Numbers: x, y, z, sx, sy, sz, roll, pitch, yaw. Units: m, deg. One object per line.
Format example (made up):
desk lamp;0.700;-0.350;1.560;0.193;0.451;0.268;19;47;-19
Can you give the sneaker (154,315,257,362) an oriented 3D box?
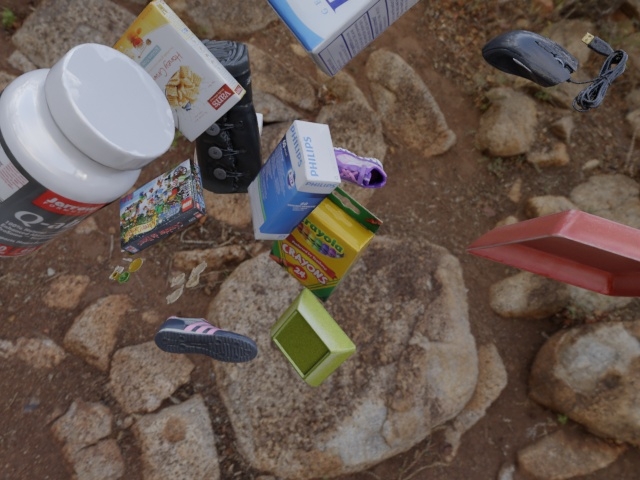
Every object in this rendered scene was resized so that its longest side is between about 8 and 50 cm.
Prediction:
sneaker;-0.350;0.298;1.552;0.319;0.112;0.131;12;27;-3

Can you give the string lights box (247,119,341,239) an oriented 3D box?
string lights box;-0.065;-0.113;1.003;0.077;0.260;0.133;2;65;-30

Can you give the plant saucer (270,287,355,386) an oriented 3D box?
plant saucer;-0.035;0.240;1.159;0.188;0.188;0.045;49;36;16

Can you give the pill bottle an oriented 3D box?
pill bottle;-0.411;-0.126;0.745;0.210;0.363;0.210;39;39;-41

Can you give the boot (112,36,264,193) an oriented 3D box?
boot;-0.344;-0.333;1.370;0.367;0.445;0.146;12;54;10

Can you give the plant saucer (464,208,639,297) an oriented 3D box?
plant saucer;0.366;0.022;0.659;0.258;0.047;0.259;17;-6;-4

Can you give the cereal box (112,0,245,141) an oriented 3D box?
cereal box;-0.298;-0.343;1.014;0.240;0.173;0.047;45;35;-22

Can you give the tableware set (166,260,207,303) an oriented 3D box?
tableware set;-0.443;0.135;1.612;0.020;0.169;0.141;51;13;-26

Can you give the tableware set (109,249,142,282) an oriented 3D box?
tableware set;-0.548;0.053;1.412;0.154;0.104;0.024;-60;140;-26

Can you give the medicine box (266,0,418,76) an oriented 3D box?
medicine box;0.031;-0.448;0.717;0.263;0.289;0.149;52;11;2

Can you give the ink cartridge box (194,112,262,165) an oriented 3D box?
ink cartridge box;-0.345;-0.381;1.873;0.226;0.131;0.306;7;41;-9

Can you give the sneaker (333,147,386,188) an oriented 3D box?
sneaker;0.095;-0.198;1.404;0.236;0.095;0.104;6;30;-26

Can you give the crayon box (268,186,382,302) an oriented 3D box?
crayon box;0.000;0.000;1.200;0.202;0.318;0.081;39;53;9

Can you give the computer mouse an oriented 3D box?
computer mouse;0.469;-0.377;0.965;0.184;0.060;0.262;-42;64;-16

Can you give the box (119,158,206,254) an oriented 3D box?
box;-0.400;-0.084;1.225;0.044;0.233;0.159;42;27;-53
